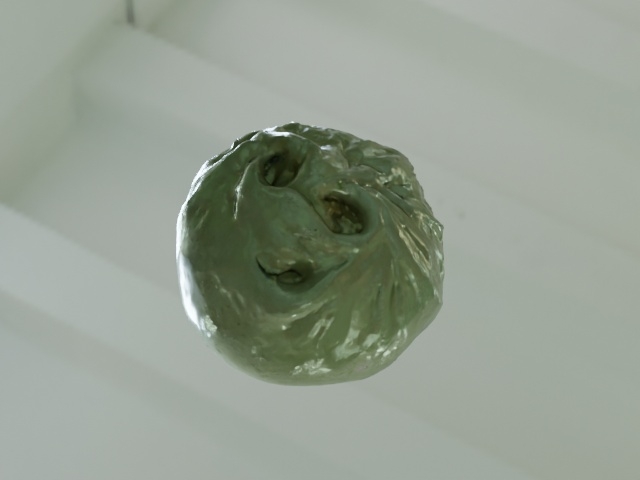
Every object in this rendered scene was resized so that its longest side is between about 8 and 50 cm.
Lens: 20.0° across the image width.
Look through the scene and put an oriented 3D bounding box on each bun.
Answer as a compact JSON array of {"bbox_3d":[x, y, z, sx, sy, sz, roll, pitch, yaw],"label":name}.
[{"bbox_3d":[0.000,0.000,1.387,0.231,0.133,0.231,9,-115,-21],"label":"bun"}]
